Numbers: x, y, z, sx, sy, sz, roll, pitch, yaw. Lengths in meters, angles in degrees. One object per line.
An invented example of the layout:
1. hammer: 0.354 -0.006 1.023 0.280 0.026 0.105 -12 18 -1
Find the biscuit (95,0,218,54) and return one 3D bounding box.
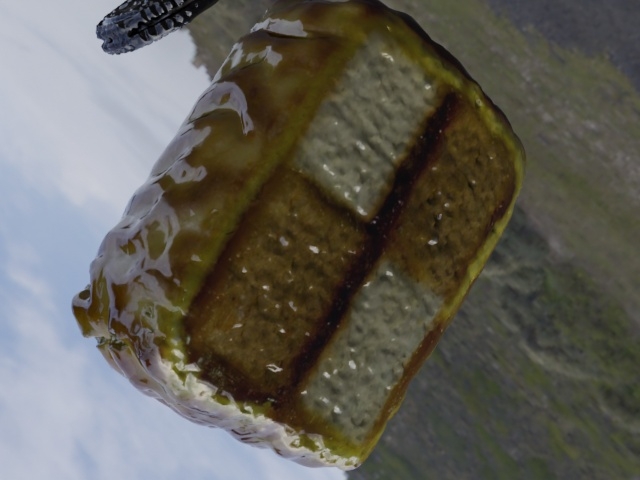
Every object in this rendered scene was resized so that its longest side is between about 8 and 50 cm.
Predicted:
1. biscuit: -0.206 -0.304 1.312 0.053 0.195 0.194 61 177 -22

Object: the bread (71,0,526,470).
1. bread: 0.000 0.000 0.505 0.096 0.222 0.181 13 156 51
